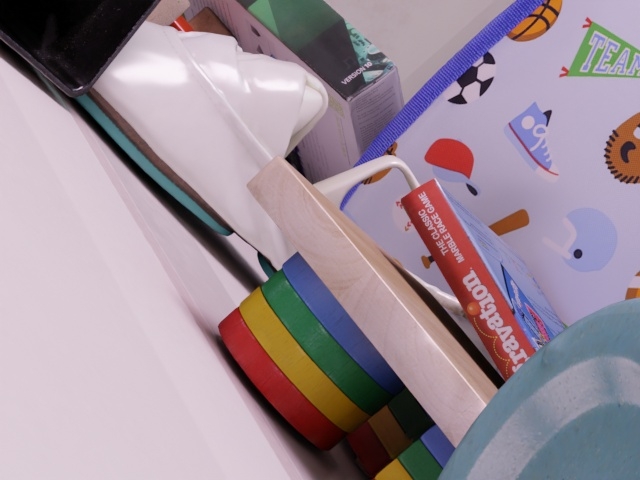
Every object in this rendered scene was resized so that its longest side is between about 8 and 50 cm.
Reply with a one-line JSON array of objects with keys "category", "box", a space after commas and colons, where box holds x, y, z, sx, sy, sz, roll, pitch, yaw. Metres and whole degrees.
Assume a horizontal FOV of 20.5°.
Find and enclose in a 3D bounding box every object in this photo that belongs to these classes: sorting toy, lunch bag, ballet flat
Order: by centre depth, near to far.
[{"category": "sorting toy", "box": [0.061, 0.109, 0.938, 0.255, 0.089, 0.257, 51, 5, 28]}, {"category": "ballet flat", "box": [-0.016, -0.035, 1.169, 0.400, 0.139, 0.139, 47, 4, -17]}, {"category": "lunch bag", "box": [0.207, 0.008, 1.336, 0.328, 0.385, 0.239, 51, 9, 25]}]

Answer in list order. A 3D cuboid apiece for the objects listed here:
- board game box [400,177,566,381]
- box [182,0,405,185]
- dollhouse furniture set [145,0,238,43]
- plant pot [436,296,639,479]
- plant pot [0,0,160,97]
[{"category": "board game box", "box": [0.125, 0.053, 1.088, 0.145, 0.027, 0.281, 59, 9, 17]}, {"category": "box", "box": [-0.042, -0.155, 1.505, 0.322, 0.058, 0.232, 44, -17, 29]}, {"category": "dollhouse furniture set", "box": [-0.164, -0.227, 1.329, 0.259, 0.135, 0.262, 49, 4, 3]}, {"category": "plant pot", "box": [0.176, 0.157, 0.659, 0.255, 0.271, 0.271, 33, 9, -17]}, {"category": "plant pot", "box": [-0.176, -0.228, 1.018, 0.167, 0.187, 0.188, 38, -2, 32]}]
